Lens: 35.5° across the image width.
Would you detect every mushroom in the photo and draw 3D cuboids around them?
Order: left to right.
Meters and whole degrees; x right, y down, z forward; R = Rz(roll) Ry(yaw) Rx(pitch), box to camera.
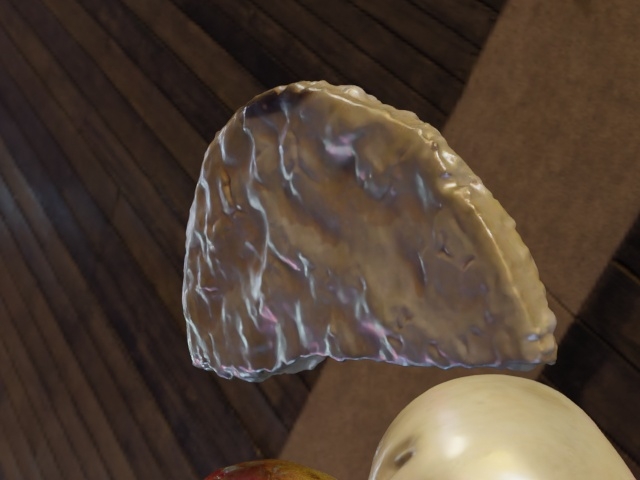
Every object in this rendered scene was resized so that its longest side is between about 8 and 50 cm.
[{"bbox_3d":[0.118,0.293,0.731,0.325,0.353,0.353,48,130,5],"label":"mushroom"}]

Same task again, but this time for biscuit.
[{"bbox_3d":[-0.003,-0.003,0.445,0.250,0.032,0.133,-12,91,54],"label":"biscuit"}]

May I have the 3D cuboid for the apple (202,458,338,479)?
[{"bbox_3d":[-0.036,0.296,0.951,0.188,0.207,0.173,-27,43,53],"label":"apple"}]
